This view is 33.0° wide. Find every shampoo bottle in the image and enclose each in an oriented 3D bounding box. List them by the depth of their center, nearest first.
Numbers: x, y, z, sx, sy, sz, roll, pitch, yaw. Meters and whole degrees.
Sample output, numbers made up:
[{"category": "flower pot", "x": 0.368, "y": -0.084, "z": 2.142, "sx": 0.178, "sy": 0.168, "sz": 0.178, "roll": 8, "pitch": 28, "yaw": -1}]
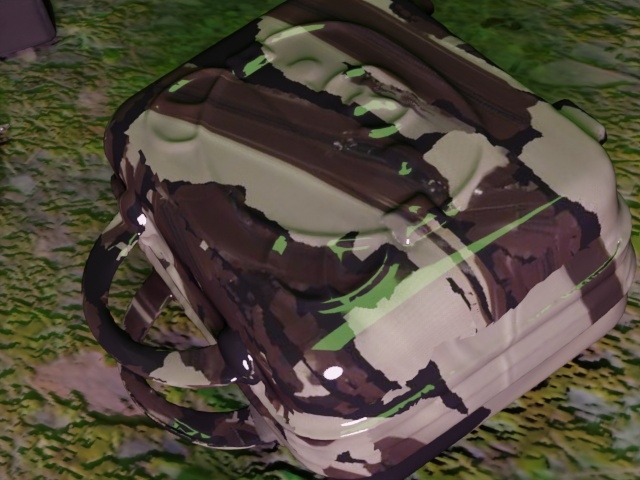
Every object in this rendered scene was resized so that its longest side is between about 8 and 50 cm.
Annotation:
[{"category": "shampoo bottle", "x": -0.407, "y": -0.223, "z": 1.127, "sx": 0.246, "sy": 0.079, "sz": 0.080, "roll": -17, "pitch": 45, "yaw": -4}]

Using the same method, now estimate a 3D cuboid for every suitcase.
[{"category": "suitcase", "x": 0.000, "y": 0.000, "z": 0.763, "sx": 0.339, "sy": 0.194, "sz": 0.351, "roll": -34, "pitch": 49, "yaw": -11}]

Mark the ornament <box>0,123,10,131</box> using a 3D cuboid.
[{"category": "ornament", "x": -0.339, "y": -0.108, "z": 1.005, "sx": 0.088, "sy": 0.081, "sz": 0.203, "roll": -26, "pitch": 48, "yaw": -12}]
